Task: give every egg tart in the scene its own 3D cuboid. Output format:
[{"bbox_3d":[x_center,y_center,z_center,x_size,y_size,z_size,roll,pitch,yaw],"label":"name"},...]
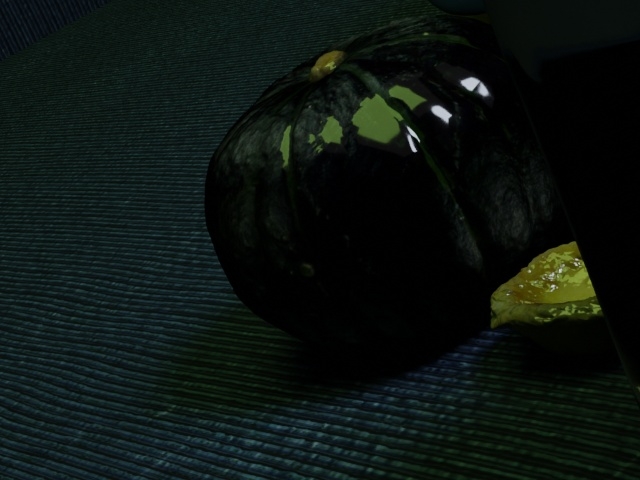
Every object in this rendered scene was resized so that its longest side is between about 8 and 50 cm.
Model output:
[{"bbox_3d":[0.136,0.029,0.872,0.105,0.039,0.105,-23,17,7],"label":"egg tart"}]

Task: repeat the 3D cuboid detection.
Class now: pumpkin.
[{"bbox_3d":[0.039,-0.034,0.989,0.220,0.162,0.220,-27,13,7],"label":"pumpkin"}]

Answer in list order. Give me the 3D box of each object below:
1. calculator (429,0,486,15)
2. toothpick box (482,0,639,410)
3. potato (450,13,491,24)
[{"bbox_3d":[0.221,-0.234,0.991,0.386,0.054,0.256,-18,27,29],"label":"calculator"},{"bbox_3d":[0.184,-0.082,0.667,0.229,0.316,0.229,-22,16,7],"label":"toothpick box"},{"bbox_3d":[0.200,-0.158,1.141,0.248,0.169,0.143,-17,-13,31],"label":"potato"}]
